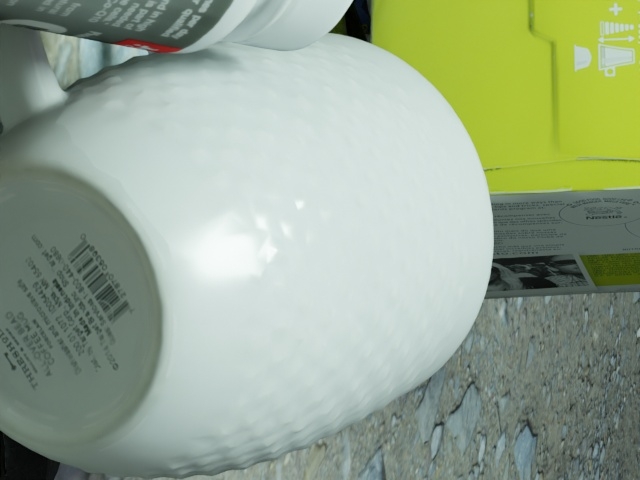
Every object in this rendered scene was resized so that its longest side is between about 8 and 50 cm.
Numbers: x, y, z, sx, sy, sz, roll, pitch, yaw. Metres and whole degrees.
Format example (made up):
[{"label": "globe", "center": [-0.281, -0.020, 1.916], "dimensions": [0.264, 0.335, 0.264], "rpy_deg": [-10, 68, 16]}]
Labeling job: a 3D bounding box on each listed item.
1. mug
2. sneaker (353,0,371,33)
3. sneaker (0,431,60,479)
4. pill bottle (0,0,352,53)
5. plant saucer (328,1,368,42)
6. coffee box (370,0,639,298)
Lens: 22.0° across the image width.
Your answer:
[{"label": "mug", "center": [-0.095, -0.032, 1.051], "dimensions": [0.328, 0.276, 0.374], "rpy_deg": [-19, 84, -61]}, {"label": "sneaker", "center": [0.054, -0.261, 1.530], "dimensions": [0.053, 0.059, 0.144], "rpy_deg": [-16, 112, -63]}, {"label": "sneaker", "center": [-0.211, 0.165, 1.073], "dimensions": [0.089, 0.051, 0.170], "rpy_deg": [32, 64, -65]}, {"label": "pill bottle", "center": [-0.119, -0.188, 0.885], "dimensions": [0.283, 0.161, 0.161], "rpy_deg": [7, 92, -38]}, {"label": "plant saucer", "center": [0.025, -0.117, 1.467], "dimensions": [0.188, 0.045, 0.188], "rpy_deg": [65, 16, -52]}, {"label": "coffee box", "center": [0.229, -0.152, 1.401], "dimensions": [0.334, 0.338, 0.338], "rpy_deg": [56, 34, -71]}]
